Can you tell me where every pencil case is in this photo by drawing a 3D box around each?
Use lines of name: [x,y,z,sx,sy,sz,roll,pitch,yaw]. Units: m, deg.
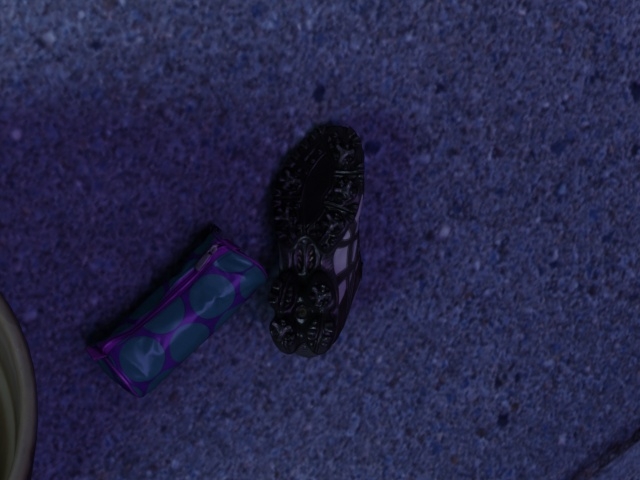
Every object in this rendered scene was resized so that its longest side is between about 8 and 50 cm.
pencil case: [-0.118,0.060,1.482,0.151,0.064,0.070,-44,142,-8]

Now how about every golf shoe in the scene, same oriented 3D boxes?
golf shoe: [0.000,0.000,1.536,0.094,0.077,0.198,11,91,-74]

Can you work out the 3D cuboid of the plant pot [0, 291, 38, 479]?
plant pot: [-0.353,0.178,1.231,0.323,0.323,0.280,-24,155,-21]
